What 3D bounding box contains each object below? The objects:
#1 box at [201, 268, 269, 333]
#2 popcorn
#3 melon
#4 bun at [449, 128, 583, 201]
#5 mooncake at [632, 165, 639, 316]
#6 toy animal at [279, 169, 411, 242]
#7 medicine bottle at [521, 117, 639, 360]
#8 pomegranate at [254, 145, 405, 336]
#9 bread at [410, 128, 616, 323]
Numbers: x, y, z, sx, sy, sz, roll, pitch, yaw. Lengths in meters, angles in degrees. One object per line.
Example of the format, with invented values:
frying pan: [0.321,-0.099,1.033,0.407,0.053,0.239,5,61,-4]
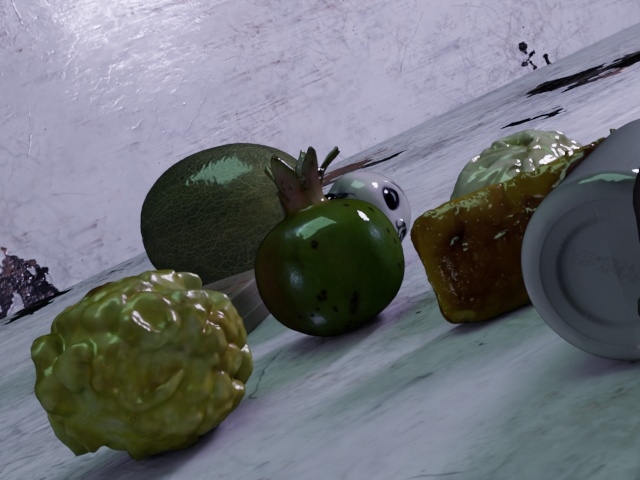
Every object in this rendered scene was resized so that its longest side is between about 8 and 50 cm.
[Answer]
box: [-0.144,0.102,1.749,0.141,0.058,0.201,-19,8,21]
popcorn: [-0.187,0.129,1.263,0.235,0.181,0.217,-21,5,-28]
melon: [-0.143,-0.039,2.026,0.302,0.237,0.237,-16,9,13]
bun: [0.254,-0.057,1.456,0.229,0.145,0.229,-22,5,2]
mooncake: [0.373,-0.018,0.714,0.350,0.212,0.381,-18,9,-15]
toy animal: [0.044,-0.027,1.702,0.179,0.166,0.138,-28,36,-30]
medicine bottle: [0.285,-0.019,1.060,0.157,0.157,0.289,-17,9,31]
pomegranate: [0.000,0.000,1.462,0.181,0.224,0.181,-22,0,0]
bread: [0.232,-0.017,1.265,0.271,0.139,0.077,-20,-2,0]
